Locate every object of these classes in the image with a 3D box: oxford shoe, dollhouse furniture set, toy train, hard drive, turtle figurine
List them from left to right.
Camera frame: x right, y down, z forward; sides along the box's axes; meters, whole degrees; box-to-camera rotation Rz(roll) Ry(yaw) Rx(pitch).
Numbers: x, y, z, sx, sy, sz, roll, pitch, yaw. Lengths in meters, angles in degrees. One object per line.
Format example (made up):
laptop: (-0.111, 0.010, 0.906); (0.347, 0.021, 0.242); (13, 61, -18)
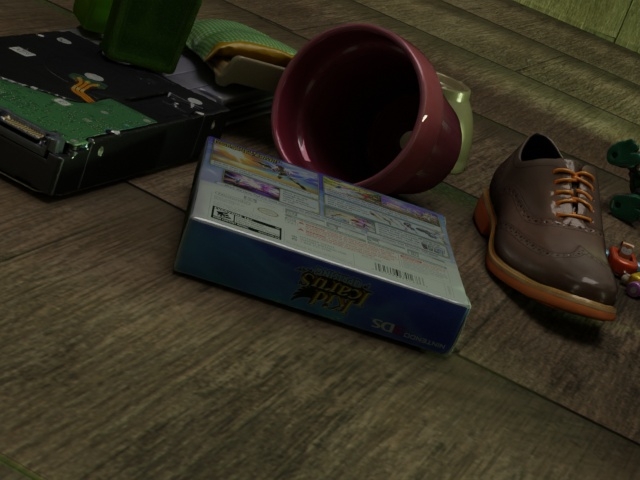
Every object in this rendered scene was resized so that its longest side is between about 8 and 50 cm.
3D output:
hard drive: (-0.274, -0.141, 1.431); (0.237, 0.064, 0.339); (26, 19, 16)
dollhouse furniture set: (-0.123, -0.285, 1.655); (0.301, 0.151, 0.197); (12, 20, -27)
oxford shoe: (0.262, -0.024, 1.551); (0.130, 0.133, 0.364); (16, 20, -15)
turtle figurine: (0.508, -0.086, 2.010); (0.234, 0.118, 0.175); (-2, 70, -46)
toy train: (0.423, 0.045, 1.663); (0.166, 0.046, 0.125); (22, 20, 4)

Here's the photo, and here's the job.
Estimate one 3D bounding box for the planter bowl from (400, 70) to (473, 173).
planter bowl: (0.143, -0.175, 1.875); (0.162, 0.109, 0.162); (18, 19, -6)

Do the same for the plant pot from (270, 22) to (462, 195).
plant pot: (0.072, -0.135, 1.599); (0.201, 0.201, 0.180); (33, 8, 32)

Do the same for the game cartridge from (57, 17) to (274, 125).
game cartridge: (-0.169, -0.219, 1.757); (0.230, 0.068, 0.355); (22, 19, 16)

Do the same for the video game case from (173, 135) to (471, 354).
video game case: (0.000, 0.000, 1.332); (0.269, 0.061, 0.244); (18, 21, -8)
